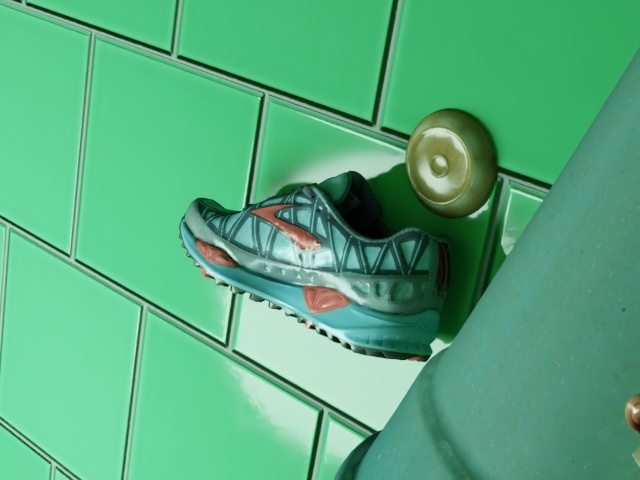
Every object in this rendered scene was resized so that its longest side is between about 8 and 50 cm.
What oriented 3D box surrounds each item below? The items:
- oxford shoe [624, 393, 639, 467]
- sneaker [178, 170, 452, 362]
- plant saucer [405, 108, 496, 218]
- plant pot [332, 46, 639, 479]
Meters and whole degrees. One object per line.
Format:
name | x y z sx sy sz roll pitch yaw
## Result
oxford shoe | 0.162 0.044 0.327 0.130 0.123 0.348 6 97 15
sneaker | 0.000 0.000 0.872 0.261 0.104 0.125 23 96 33
plant saucer | 0.093 -0.057 0.812 0.083 0.015 0.083 9 104 41
plant pot | 0.222 0.063 0.530 0.341 0.341 0.334 36 112 32
